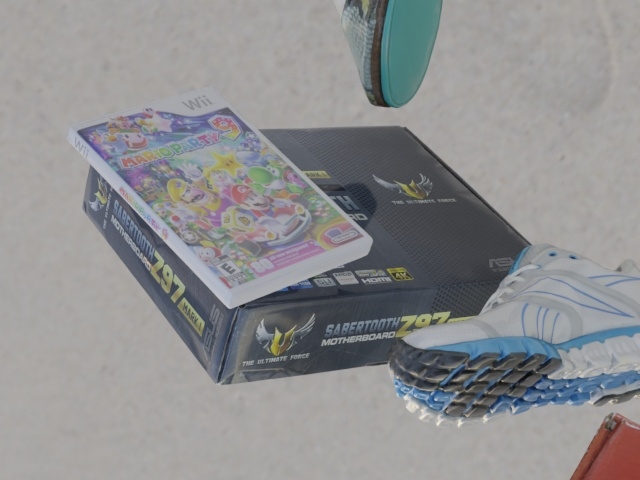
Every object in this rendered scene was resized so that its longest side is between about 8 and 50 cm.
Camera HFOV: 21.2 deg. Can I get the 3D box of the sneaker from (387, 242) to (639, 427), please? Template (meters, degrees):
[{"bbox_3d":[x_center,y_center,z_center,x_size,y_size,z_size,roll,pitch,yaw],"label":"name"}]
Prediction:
[{"bbox_3d":[0.104,0.042,0.863,0.071,0.191,0.083,-45,57,42],"label":"sneaker"}]

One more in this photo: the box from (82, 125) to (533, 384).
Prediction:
[{"bbox_3d":[0.000,0.000,1.021,0.183,0.233,0.059,47,130,44],"label":"box"}]

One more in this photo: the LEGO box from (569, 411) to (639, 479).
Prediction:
[{"bbox_3d":[0.227,0.310,0.492,0.500,0.372,0.193,24,125,18],"label":"LEGO box"}]

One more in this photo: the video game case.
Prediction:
[{"bbox_3d":[-0.046,-0.023,0.780,0.122,0.087,0.011,44,134,27],"label":"video game case"}]

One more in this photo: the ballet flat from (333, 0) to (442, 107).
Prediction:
[{"bbox_3d":[0.039,-0.184,1.020,0.079,0.077,0.221,28,136,21],"label":"ballet flat"}]
